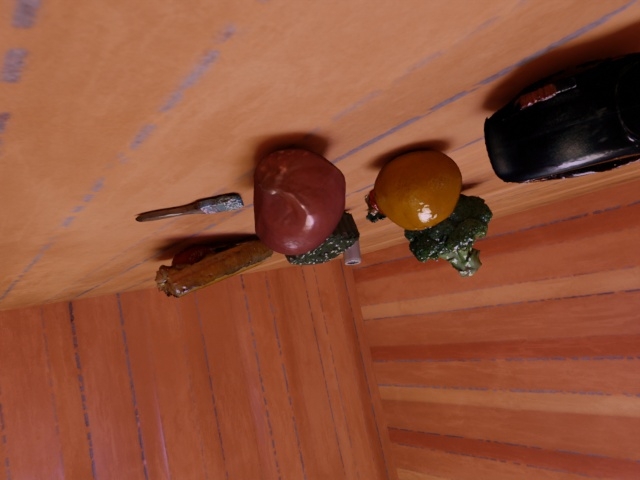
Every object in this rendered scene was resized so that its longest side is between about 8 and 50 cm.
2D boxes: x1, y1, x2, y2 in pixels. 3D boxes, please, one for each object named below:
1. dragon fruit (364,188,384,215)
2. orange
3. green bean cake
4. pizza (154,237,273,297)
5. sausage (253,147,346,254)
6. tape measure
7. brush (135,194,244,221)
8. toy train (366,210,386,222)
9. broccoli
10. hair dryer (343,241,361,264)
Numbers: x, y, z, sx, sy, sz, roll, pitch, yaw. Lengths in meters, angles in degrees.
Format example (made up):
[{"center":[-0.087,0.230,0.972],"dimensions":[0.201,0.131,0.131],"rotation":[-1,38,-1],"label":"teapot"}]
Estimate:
[{"center":[0.174,-0.086,0.995],"dimensions":[0.162,0.083,0.106],"rotation":[-9,176,-45],"label":"dragon fruit"},{"center":[0.175,-0.087,0.725],"dimensions":[0.159,0.136,0.159],"rotation":[-12,177,-1],"label":"orange"},{"center":[0.000,0.000,1.136],"dimensions":[0.181,0.094,0.173],"rotation":[-36,158,35],"label":"green bean cake"},{"center":[-0.382,0.082,1.231],"dimensions":[0.407,0.130,0.440],"rotation":[-15,-177,28],"label":"pizza"},{"center":[-0.036,-0.052,0.626],"dimensions":[0.148,0.148,0.254],"rotation":[-10,173,-15],"label":"sausage"},{"center":[0.326,-0.148,0.512],"dimensions":[0.223,0.134,0.202],"rotation":[-13,-176,30],"label":"tape measure"},{"center":[-0.241,-0.057,0.748],"dimensions":[0.197,0.021,0.070],"rotation":[-9,174,-5],"label":"brush"},{"center":[0.188,-0.083,1.213],"dimensions":[0.103,0.044,0.064],"rotation":[-15,-177,25],"label":"toy train"},{"center":[0.386,-0.012,1.209],"dimensions":[0.270,0.270,0.270],"rotation":[-33,-168,8],"label":"broccoli"},{"center":[0.102,0.004,1.532],"dimensions":[0.073,0.131,0.236],"rotation":[-10,160,10],"label":"hair dryer"}]
